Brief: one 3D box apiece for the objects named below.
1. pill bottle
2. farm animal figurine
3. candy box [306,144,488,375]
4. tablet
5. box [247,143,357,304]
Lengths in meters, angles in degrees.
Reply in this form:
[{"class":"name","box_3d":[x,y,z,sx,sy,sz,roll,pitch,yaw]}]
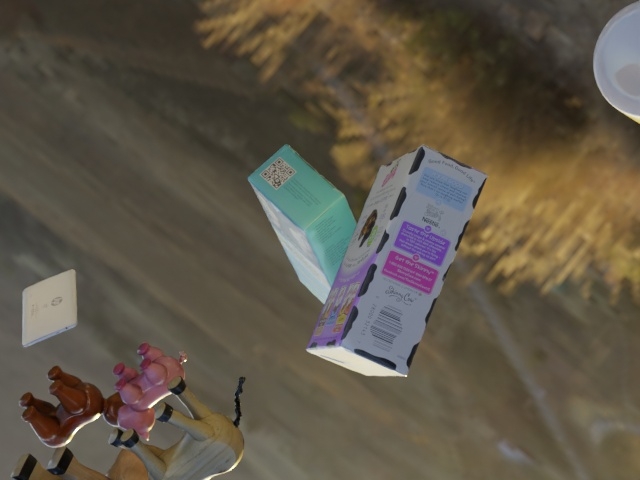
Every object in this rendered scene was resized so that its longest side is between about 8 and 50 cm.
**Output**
[{"class":"pill bottle","box_3d":[0.356,-0.160,1.658,0.117,0.117,0.215,34,-172,28]},{"class":"farm animal figurine","box_3d":[-0.232,0.282,1.843,0.172,0.326,0.330,44,159,-28]},{"class":"candy box","box_3d":[0.067,0.022,1.536,0.070,0.196,0.165,24,172,-8]},{"class":"tablet","box_3d":[-0.246,0.060,1.519,0.083,0.054,0.006,-103,-11,-53]},{"class":"box","box_3d":[0.000,0.000,1.869,0.100,0.060,0.244,43,169,30]}]
